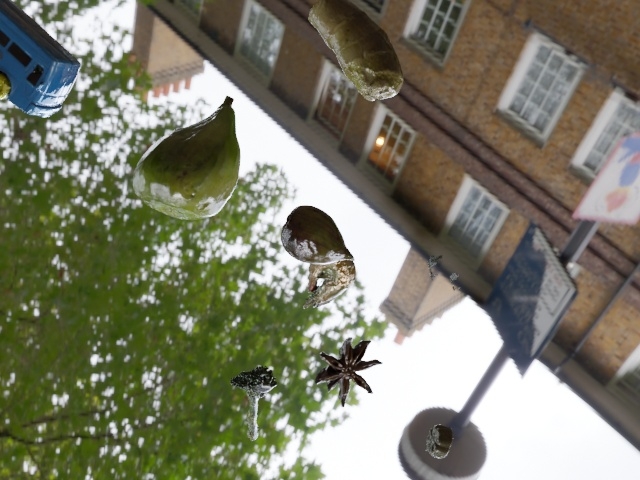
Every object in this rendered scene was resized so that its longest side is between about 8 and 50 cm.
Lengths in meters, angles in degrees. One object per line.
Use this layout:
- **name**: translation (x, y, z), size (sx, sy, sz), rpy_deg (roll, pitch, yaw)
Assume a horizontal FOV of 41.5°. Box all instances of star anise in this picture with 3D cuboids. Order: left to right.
- **star anise**: translation (0.050, 0.238, 1.577), size (0.141, 0.141, 0.042), rpy_deg (-3, -164, -23)

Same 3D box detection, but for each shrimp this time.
- **shrimp**: translation (0.010, 0.087, 1.817), size (0.101, 0.190, 0.042), rpy_deg (33, -141, -3)

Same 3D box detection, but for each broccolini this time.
- **broccolini**: translation (-0.119, 0.284, 1.492), size (0.071, 0.254, 0.058), rpy_deg (22, -121, 7)

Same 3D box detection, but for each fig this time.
- **fig**: translation (-0.286, -0.192, 1.958), size (0.233, 0.314, 0.233), rpy_deg (31, -172, -5)
- **fig**: translation (0.000, 0.000, 1.611), size (0.154, 0.109, 0.103), rpy_deg (24, -115, -3)

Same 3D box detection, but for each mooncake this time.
- **mooncake**: translation (0.222, 0.208, 1.514), size (0.057, 0.150, 0.347), rpy_deg (4, -111, -27)

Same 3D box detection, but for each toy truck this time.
- **toy truck**: translation (-0.691, -0.427, 1.775), size (0.385, 0.162, 0.161), rpy_deg (42, -167, 0)

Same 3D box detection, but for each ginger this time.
- **ginger**: translation (0.079, -0.393, 1.710), size (0.263, 0.116, 0.109), rpy_deg (55, -170, 19)
